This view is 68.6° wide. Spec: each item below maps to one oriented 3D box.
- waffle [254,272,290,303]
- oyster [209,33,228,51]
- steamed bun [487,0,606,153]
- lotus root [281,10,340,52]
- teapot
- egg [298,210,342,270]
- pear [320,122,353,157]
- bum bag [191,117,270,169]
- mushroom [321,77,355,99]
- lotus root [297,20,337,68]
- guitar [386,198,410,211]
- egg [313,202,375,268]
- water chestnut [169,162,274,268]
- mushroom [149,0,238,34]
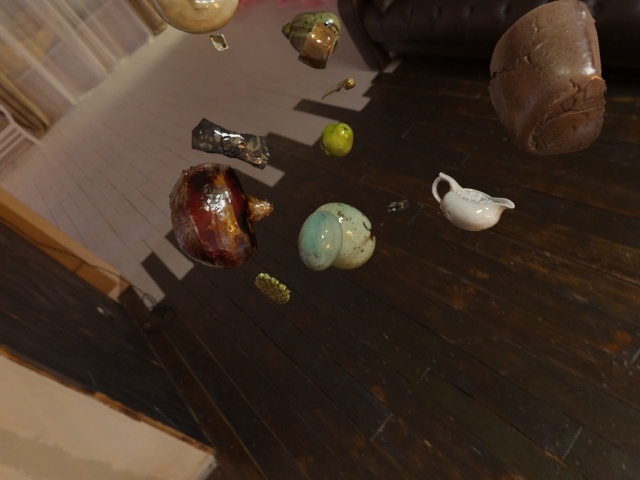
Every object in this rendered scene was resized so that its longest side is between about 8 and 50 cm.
[{"bbox_3d":[-0.204,0.206,2.006,0.036,0.169,0.183,-56,2,-28],"label":"waffle"},{"bbox_3d":[-0.358,-0.702,1.662,0.051,0.034,0.093,-34,74,14],"label":"oyster"},{"bbox_3d":[0.446,-0.306,0.953,0.199,0.301,0.252,-5,74,24],"label":"steamed bun"},{"bbox_3d":[-0.036,-0.824,1.861,0.173,0.173,0.309,-47,45,-10],"label":"lotus root"},{"bbox_3d":[0.530,-0.134,1.700,0.299,0.166,0.208,36,50,25],"label":"teapot"},{"bbox_3d":[0.000,0.000,1.799,0.169,0.169,0.237,-6,65,33],"label":"egg"},{"bbox_3d":[0.038,-0.249,1.173,0.092,0.092,0.097,-95,27,-45],"label":"pear"},{"bbox_3d":[-0.371,-0.408,1.976,0.095,0.340,0.144,180,104,-72],"label":"bum bag"},{"bbox_3d":[0.068,-0.560,1.721,0.068,0.043,0.306,-19,14,-12],"label":"mushroom"},{"bbox_3d":[-0.005,-0.534,1.290,0.122,0.081,0.112,-92,26,-78],"label":"lotus root"},{"bbox_3d":[0.320,-0.141,1.979,0.083,0.038,0.271,-14,4,20],"label":"guitar"},{"bbox_3d":[0.097,-0.021,2.184,0.287,0.379,0.288,-28,44,31],"label":"egg"},{"bbox_3d":[-0.292,-0.081,1.437,0.302,0.351,0.350,-17,42,-2],"label":"water chestnut"},{"bbox_3d":[-0.340,-0.690,1.272,0.246,0.246,0.202,-53,18,-16],"label":"mushroom"}]
